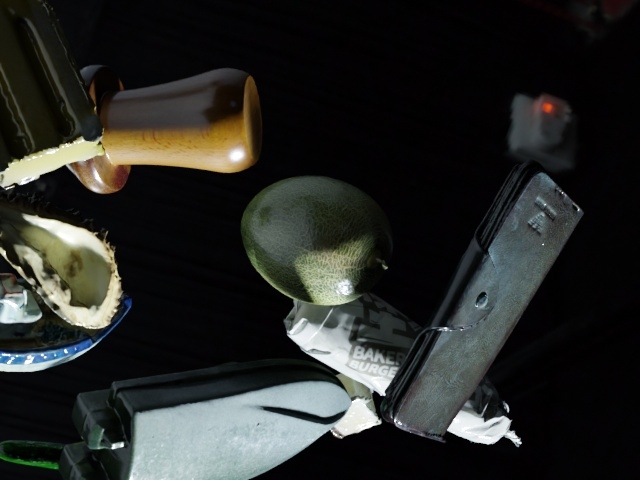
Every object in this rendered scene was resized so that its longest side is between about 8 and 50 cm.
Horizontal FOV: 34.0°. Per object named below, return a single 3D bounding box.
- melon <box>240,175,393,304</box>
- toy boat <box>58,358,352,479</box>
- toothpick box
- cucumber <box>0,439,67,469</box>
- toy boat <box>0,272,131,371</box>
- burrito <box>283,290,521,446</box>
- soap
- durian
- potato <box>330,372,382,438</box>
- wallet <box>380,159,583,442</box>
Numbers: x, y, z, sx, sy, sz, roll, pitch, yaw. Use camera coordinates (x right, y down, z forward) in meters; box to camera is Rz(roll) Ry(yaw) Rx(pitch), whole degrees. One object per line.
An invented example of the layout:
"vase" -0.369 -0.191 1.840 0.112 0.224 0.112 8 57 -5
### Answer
"melon" 0.000 0.000 1.130 0.192 0.139 0.139 18 -89 38
"toy boat" -0.094 0.180 1.031 0.092 0.319 0.141 45 -54 39
"toothpick box" -0.242 -0.171 1.545 0.192 0.294 0.192 -4 90 -82
"cucumber" -0.310 0.272 1.295 0.033 0.184 0.036 145 -42 -80
"toy boat" -0.344 0.088 1.258 0.115 0.262 0.114 -48 -120 29
"burrito" 0.132 0.182 1.509 0.101 0.445 0.139 -40 -150 31
"soap" -0.345 -0.183 1.176 0.233 0.135 0.076 64 -20 11
"durian" -0.187 0.007 0.719 0.052 0.130 0.066 -5 -140 52
"potato" 0.041 0.247 1.587 0.122 0.086 0.061 55 15 -56
"wallet" 0.179 0.071 1.144 0.045 0.172 0.318 31 -90 33
